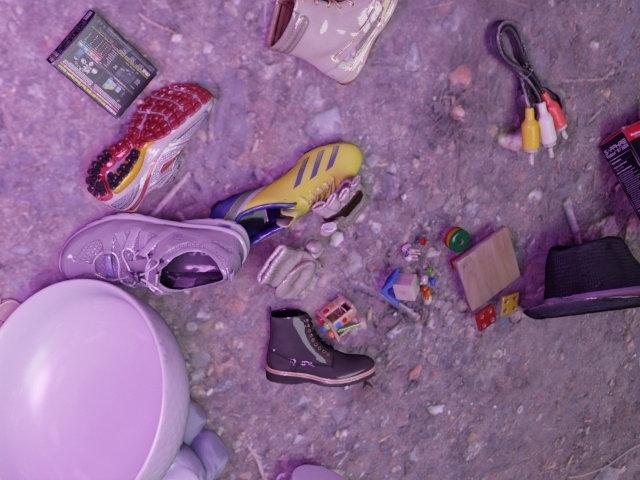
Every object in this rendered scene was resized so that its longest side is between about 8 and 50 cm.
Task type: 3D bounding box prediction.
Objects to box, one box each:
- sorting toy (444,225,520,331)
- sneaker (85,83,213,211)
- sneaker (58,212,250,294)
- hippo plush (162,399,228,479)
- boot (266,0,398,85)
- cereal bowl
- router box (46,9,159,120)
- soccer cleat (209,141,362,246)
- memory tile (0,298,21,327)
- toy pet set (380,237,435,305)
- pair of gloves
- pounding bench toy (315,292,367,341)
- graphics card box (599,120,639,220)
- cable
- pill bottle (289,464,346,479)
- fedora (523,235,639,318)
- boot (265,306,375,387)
[{"bbox_3d":[0.330,0.057,1.658,0.132,0.046,0.275,-34,125,-15],"label":"sorting toy"},{"bbox_3d":[-0.240,-0.137,1.198,0.225,0.088,0.093,-47,148,-5],"label":"sneaker"},{"bbox_3d":[-0.247,0.025,1.188,0.281,0.115,0.105,-6,119,5],"label":"sneaker"},{"bbox_3d":[-0.290,0.389,1.324,0.236,0.294,0.234,-35,160,9],"label":"hippo plush"},{"bbox_3d":[0.022,-0.362,1.251,0.165,0.077,0.213,18,104,-35],"label":"boot"},{"bbox_3d":[-0.322,0.232,1.169,0.339,0.339,0.141,-56,151,2],"label":"cereal bowl"},{"bbox_3d":[-0.298,-0.240,1.129,0.092,0.038,0.122,-50,128,-3],"label":"router box"},{"bbox_3d":[-0.040,-0.066,1.320,0.289,0.121,0.094,-29,124,-18],"label":"soccer cleat"},{"bbox_3d":[-0.514,0.106,1.171,0.148,0.012,0.113,37,90,-39],"label":"memory tile"},{"bbox_3d":[0.164,0.071,1.568,0.114,0.065,0.122,-59,142,-42],"label":"toy pet set"},{"bbox_3d":[0.000,0.000,1.361,0.240,0.042,0.204,-50,164,-2],"label":"pair of gloves"},{"bbox_3d":[0.039,0.149,1.494,0.065,0.083,0.052,-37,126,-14],"label":"pounding bench toy"},{"bbox_3d":[0.770,-0.092,1.708,0.232,0.094,0.371,-23,80,-23],"label":"graphics card box"},{"bbox_3d":[0.401,-0.289,1.526,0.139,0.072,0.287,-37,126,-19],"label":"cable"},{"bbox_3d":[-0.043,0.599,1.599,0.169,0.169,0.302,11,106,-35],"label":"pill bottle"},{"bbox_3d":[0.577,0.075,1.725,0.333,0.334,0.153,-3,81,-31],"label":"fedora"},{"bbox_3d":[0.001,0.184,1.460,0.197,0.077,0.137,-2,110,-5],"label":"boot"}]
